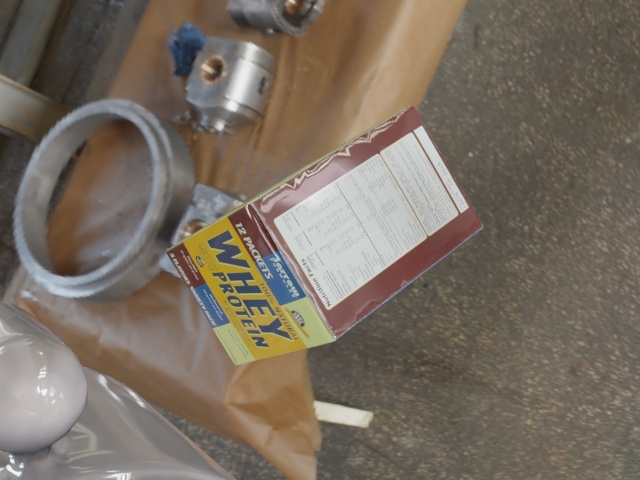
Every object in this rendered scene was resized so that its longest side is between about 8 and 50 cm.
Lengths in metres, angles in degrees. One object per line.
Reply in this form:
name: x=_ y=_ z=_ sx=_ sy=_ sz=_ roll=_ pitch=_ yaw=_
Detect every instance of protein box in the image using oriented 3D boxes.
protein box: x=0.000 y=0.000 z=0.894 sx=0.136 sy=0.201 sz=0.200 roll=59 pitch=148 yaw=-5

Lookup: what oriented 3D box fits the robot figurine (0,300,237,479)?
robot figurine: x=-0.113 y=0.172 z=0.407 sx=0.353 sy=0.200 sz=0.300 roll=19 pitch=122 yaw=58
